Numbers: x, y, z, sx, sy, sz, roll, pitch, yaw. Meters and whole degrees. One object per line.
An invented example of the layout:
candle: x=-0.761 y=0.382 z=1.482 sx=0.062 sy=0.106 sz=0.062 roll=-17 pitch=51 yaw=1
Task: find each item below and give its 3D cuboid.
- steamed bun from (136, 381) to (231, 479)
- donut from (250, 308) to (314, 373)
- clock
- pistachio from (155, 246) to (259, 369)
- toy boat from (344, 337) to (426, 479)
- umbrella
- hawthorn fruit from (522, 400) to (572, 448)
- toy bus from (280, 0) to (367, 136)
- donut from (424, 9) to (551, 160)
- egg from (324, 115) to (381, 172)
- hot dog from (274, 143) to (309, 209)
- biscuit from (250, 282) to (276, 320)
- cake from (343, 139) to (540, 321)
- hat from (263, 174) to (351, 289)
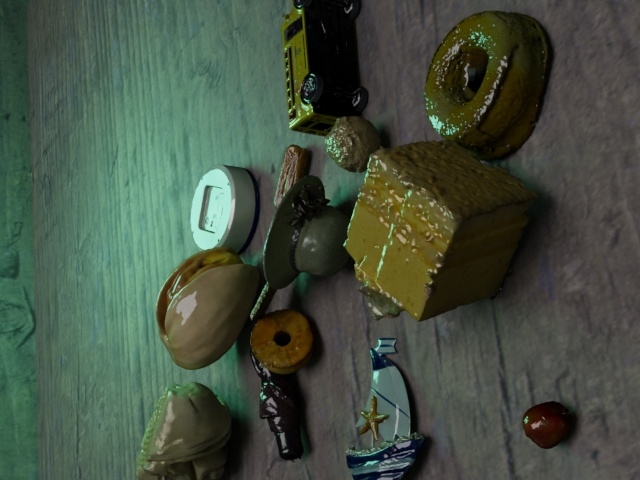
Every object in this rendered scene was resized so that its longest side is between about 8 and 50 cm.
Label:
steamed bun: x=-0.309 y=0.469 z=2.355 sx=0.276 sy=0.203 sz=0.289 roll=-102 pitch=33 yaw=-69
donut: x=-0.080 y=0.224 z=2.139 sx=0.058 sy=0.151 sz=0.152 roll=80 pitch=169 yaw=-52
clock: x=-0.244 y=-0.074 z=2.471 sx=0.230 sy=0.083 sz=0.230 roll=-11 pitch=76 yaw=52
pistachio: x=-0.272 y=0.166 z=2.345 sx=0.309 sy=0.230 sz=0.230 roll=-58 pitch=38 yaw=4
toy boat: x=0.126 y=0.328 z=1.902 sx=0.220 sy=0.067 sz=0.291 roll=-26 pitch=52 yaw=49
umbrella: x=-0.097 y=0.329 z=2.170 sx=0.094 sy=0.090 sz=0.326 roll=-27 pitch=59 yaw=26
hawthorn fruit: x=0.357 y=0.288 z=1.551 sx=0.077 sy=0.077 sz=0.077 roll=-15 pitch=71 yaw=53
toy bus: x=-0.004 y=-0.401 z=2.135 sx=0.151 sy=0.145 sz=0.331 roll=-26 pitch=64 yaw=52
donut: x=0.282 y=-0.283 z=1.742 sx=0.272 sy=0.107 sz=0.272 roll=-17 pitch=68 yaw=51
egg: x=0.067 y=-0.197 z=2.021 sx=0.140 sy=0.116 sz=0.118 roll=-125 pitch=43 yaw=-77
hot dog: x=-0.067 y=-0.137 z=2.259 sx=0.071 sy=0.045 sz=0.165 roll=23 pitch=103 yaw=52
biscuit: x=-0.089 y=0.068 z=2.158 sx=0.231 sy=0.016 sz=0.139 roll=-63 pitch=-7 yaw=2
cake: x=0.191 y=0.002 z=1.676 sx=0.222 sy=0.227 sz=0.286 roll=43 pitch=131 yaw=36
hat: x=0.000 y=0.000 z=2.043 sx=0.130 sy=0.257 sz=0.257 roll=18 pitch=100 yaw=21
